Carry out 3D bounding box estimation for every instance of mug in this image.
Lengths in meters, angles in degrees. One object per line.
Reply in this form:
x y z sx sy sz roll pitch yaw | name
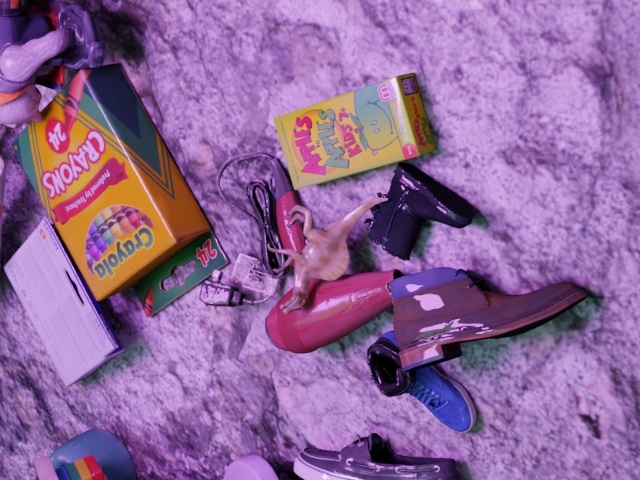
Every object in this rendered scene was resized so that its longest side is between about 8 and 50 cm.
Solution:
-0.361 0.381 1.530 0.157 0.097 0.129 23 116 28 | mug

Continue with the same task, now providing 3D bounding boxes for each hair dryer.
-0.029 0.030 1.200 0.293 0.080 0.224 20 110 23 | hair dryer

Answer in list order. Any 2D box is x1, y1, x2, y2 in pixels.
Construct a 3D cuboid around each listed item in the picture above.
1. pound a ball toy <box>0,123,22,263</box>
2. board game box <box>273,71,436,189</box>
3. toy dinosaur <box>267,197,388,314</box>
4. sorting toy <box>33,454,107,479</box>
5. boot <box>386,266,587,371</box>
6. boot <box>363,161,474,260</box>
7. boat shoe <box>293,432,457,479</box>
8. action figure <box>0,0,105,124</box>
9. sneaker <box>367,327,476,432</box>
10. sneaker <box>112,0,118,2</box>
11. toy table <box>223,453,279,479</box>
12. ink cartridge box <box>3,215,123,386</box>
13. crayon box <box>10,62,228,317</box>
-0.520 -0.055 1.476 0.135 0.208 0.319 33 139 6 | pound a ball toy
0.037 -0.125 1.131 0.181 0.043 0.092 -13 97 37 | board game box
0.000 0.000 1.150 0.092 0.053 0.183 39 100 9 | toy dinosaur
-0.313 0.444 1.370 0.257 0.089 0.255 8 115 68 | sorting toy
0.173 0.062 1.066 0.219 0.082 0.106 -23 75 19 | boot
0.110 -0.021 1.111 0.121 0.045 0.099 39 121 28 | boot
0.068 0.280 1.218 0.228 0.080 0.076 6 90 37 | boat shoe
-0.449 -0.307 1.271 0.341 0.178 0.330 10 119 45 | action figure
0.114 0.175 1.143 0.152 0.084 0.058 53 126 10 | sneaker
-0.321 -0.439 1.268 0.131 0.112 0.319 -48 66 3 | sneaker
-0.137 0.434 1.312 0.252 0.161 0.274 23 123 52 | toy table
-0.380 0.091 1.460 0.224 0.045 0.223 -34 84 51 | ink cartridge box
-0.284 -0.057 1.353 0.202 0.081 0.318 -34 84 36 | crayon box
